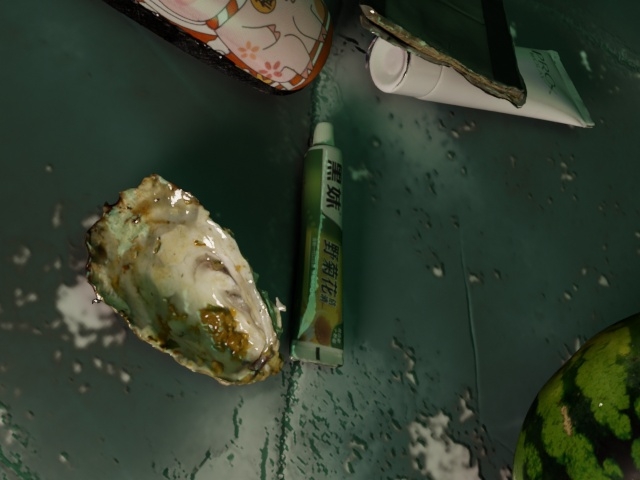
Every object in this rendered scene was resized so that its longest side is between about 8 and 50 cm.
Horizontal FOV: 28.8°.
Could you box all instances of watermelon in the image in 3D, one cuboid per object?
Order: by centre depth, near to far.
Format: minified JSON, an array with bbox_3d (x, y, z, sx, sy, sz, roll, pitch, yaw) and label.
[{"bbox_3d":[0.288,0.185,0.945,0.285,0.285,0.285,13,65,-29],"label":"watermelon"}]

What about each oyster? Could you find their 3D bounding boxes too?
[{"bbox_3d":[-0.091,0.036,0.900,0.177,0.056,0.105,36,67,-16],"label":"oyster"}]

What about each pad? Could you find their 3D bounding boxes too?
[{"bbox_3d":[0.100,-0.222,1.105,0.174,0.022,0.233,23,38,-22],"label":"pad"}]

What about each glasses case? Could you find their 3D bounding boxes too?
[{"bbox_3d":[-0.107,-0.210,0.980,0.266,0.067,0.103,30,56,-21],"label":"glasses case"}]

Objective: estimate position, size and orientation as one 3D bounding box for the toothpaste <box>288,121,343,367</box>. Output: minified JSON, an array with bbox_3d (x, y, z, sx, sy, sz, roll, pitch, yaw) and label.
[{"bbox_3d":[0.000,0.000,0.989,0.049,0.031,0.204,14,67,-28],"label":"toothpaste"}]

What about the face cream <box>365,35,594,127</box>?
[{"bbox_3d":[0.151,-0.149,1.136,0.243,0.058,0.092,2,58,-38],"label":"face cream"}]
